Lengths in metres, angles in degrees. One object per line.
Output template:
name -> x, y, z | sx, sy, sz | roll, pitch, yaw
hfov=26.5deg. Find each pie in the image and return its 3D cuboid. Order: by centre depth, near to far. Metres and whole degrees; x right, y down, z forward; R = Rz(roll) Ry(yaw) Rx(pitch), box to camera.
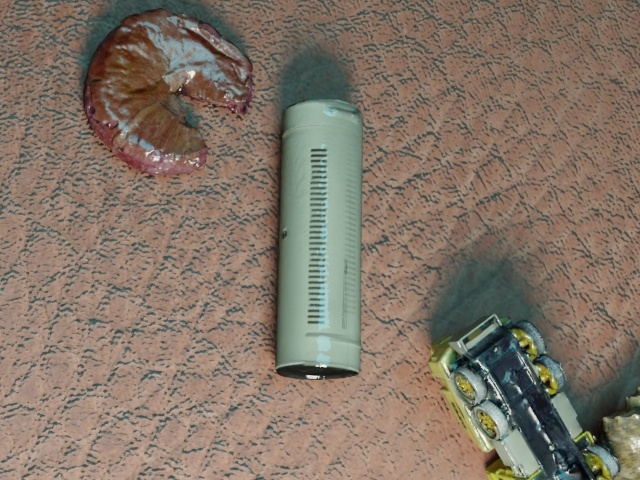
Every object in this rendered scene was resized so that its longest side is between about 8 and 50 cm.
pie -> -0.191, -0.188, 1.701 | 0.204, 0.054, 0.218 | 26, 70, -8

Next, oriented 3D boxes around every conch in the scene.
conch -> 0.426, 0.276, 1.714 | 0.155, 0.130, 0.207 | -5, 91, -4

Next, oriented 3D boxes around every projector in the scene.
projector -> 0.000, 0.000, 1.677 | 0.108, 0.108, 0.337 | 5, 74, -14

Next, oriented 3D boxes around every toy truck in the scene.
toy truck -> 0.233, 0.221, 1.665 | 0.124, 0.157, 0.272 | -35, 100, -21
